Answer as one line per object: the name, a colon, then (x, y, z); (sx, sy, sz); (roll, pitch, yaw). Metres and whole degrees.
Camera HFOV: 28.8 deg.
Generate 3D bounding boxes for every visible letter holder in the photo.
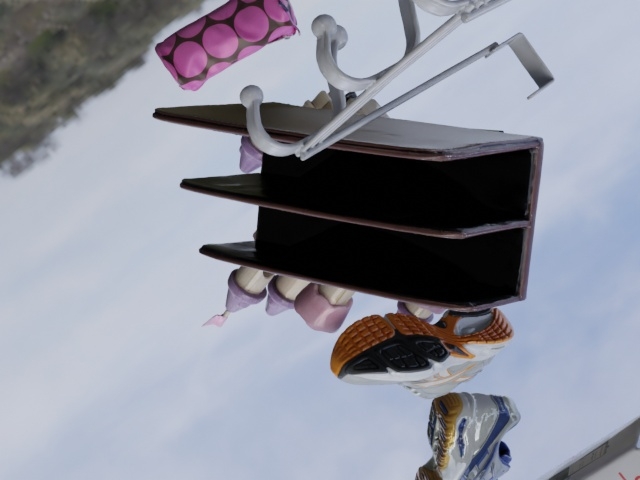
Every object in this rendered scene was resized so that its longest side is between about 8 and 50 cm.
letter holder: (0.013, -0.034, 1.119); (0.302, 0.152, 0.214); (11, -169, 32)

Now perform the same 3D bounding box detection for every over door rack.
over door rack: (0.117, -0.178, 0.949); (0.324, 0.108, 0.239); (-18, 170, -36)

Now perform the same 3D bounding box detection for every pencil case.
pencil case: (-0.136, -0.300, 1.848); (0.209, 0.098, 0.095); (-29, -175, 10)

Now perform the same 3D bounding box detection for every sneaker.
sneaker: (0.117, 0.154, 1.510); (0.263, 0.099, 0.121); (-6, 134, -35)
sneaker: (0.218, 0.348, 1.838); (0.131, 0.296, 0.112); (-1, -142, -14)

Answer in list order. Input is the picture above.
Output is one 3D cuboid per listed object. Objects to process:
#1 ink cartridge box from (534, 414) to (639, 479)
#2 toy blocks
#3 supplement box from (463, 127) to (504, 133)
ink cartridge box: (0.412, 0.380, 1.678); (0.353, 0.207, 0.119); (-39, 180, 27)
toy blocks: (0.000, 0.000, 1.633); (0.289, 0.309, 0.260); (-5, 141, -47)
supplement box: (0.186, -0.101, 1.596); (0.083, 0.056, 0.083); (0, 158, -33)
